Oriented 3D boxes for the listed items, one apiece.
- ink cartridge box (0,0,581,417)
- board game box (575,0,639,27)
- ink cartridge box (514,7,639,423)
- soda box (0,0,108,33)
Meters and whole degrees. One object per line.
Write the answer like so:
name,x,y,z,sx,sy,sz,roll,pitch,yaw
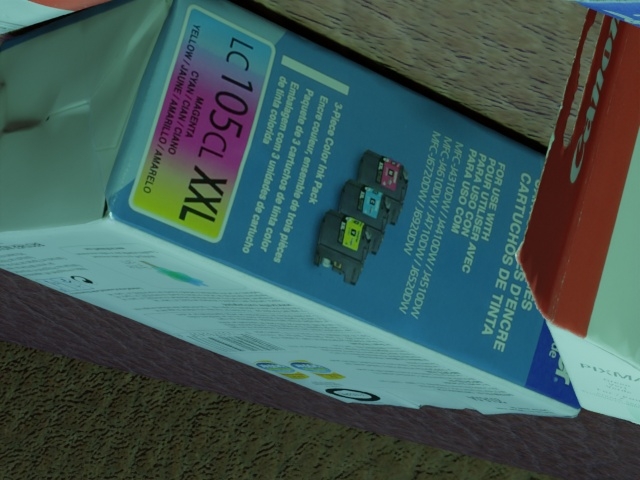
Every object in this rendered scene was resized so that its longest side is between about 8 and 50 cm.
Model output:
ink cartridge box,0.000,0.000,1.146,0.395,0.151,0.270,25,165,-28
board game box,0.242,-0.073,0.432,0.291,0.141,0.232,19,-178,-14
ink cartridge box,0.139,-0.035,0.756,0.056,0.181,0.224,12,165,15
soda box,-0.108,-0.156,0.748,0.091,0.098,0.286,24,165,-31
